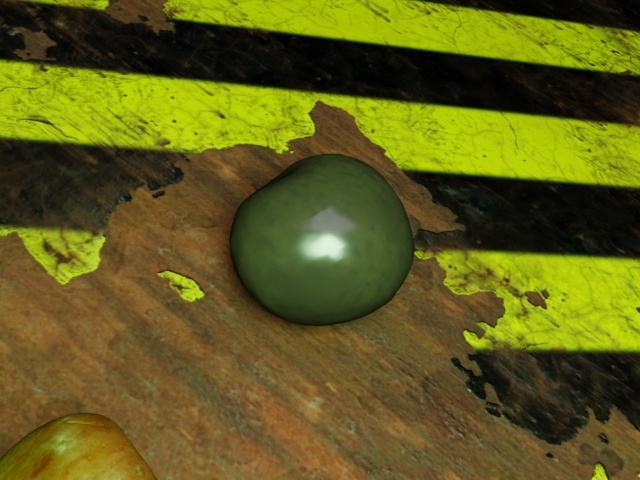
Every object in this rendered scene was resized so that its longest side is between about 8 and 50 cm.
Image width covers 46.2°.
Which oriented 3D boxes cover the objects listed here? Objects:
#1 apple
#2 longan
[{"bbox_3d":[-0.232,0.271,0.700,0.195,0.196,0.196,9,49,-10],"label":"apple"},{"bbox_3d":[0.000,0.000,0.984,0.246,0.215,0.246,18,25,-9],"label":"longan"}]
